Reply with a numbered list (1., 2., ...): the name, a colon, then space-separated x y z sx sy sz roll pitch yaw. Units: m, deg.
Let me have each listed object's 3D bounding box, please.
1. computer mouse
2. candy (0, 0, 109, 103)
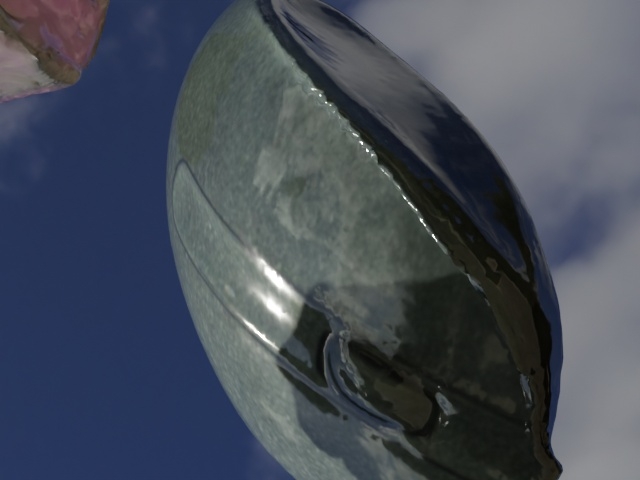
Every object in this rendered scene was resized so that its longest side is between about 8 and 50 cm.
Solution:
1. computer mouse: -0.003 0.002 0.887 0.114 0.374 0.203 0 -61 -23
2. candy: -0.276 -0.154 1.144 0.265 0.116 0.155 -10 -39 31
